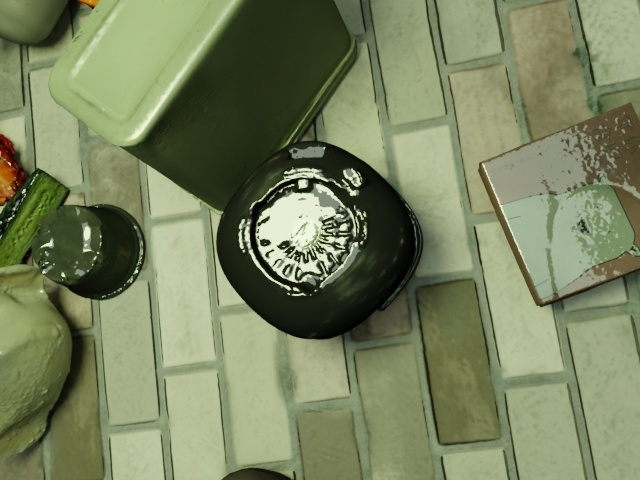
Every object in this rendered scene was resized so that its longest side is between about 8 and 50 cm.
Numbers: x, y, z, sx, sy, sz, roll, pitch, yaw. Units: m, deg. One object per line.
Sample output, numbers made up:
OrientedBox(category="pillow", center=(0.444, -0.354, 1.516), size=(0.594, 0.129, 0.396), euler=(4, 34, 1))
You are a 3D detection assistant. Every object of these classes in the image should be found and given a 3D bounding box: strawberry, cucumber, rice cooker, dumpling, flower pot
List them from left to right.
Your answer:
OrientedBox(category="strawberry", center=(-0.562, -0.129, 1.113), size=(0.188, 0.082, 0.121), euler=(37, 110, 5))
OrientedBox(category="dumpling", center=(-0.467, 0.180, 0.964), size=(0.175, 0.227, 0.243), euler=(-31, 81, 24))
OrientedBox(category="cucumber", center=(-0.499, -0.021, 1.080), size=(0.062, 0.078, 0.211), euler=(29, 87, 29))
OrientedBox(category="flower pot", center=(-0.367, 0.010, 1.032), size=(0.157, 0.107, 0.158), euler=(-2, 80, 12))
OrientedBox(category="rice cooker", center=(0.000, 0.000, 0.898), size=(0.267, 0.224, 0.268), euler=(-2, 79, 11))

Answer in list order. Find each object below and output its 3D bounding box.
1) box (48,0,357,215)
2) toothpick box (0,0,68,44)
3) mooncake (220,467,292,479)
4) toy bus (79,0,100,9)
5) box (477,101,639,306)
OrientedBox(category="box", center=(-0.134, -0.238, 0.900), size=(0.177, 0.344, 0.352), euler=(36, 90, 17))
OrientedBox(category="toothpick box", center=(-0.493, -0.461, 1.065), size=(0.228, 0.229, 0.317), euler=(27, 88, 14))
OrientedBox(category="mooncake", center=(-0.100, 0.437, 0.904), size=(0.244, 0.133, 0.245), euler=(-2, 74, 8))
OrientedBox(category="toy bus", center=(-0.264, -0.374, 0.954), size=(0.142, 0.329, 0.153), euler=(27, 90, 13))
OrientedBox(category="box", center=(0.352, -0.045, 0.904), size=(0.215, 0.086, 0.215), euler=(-22, 78, 7))
